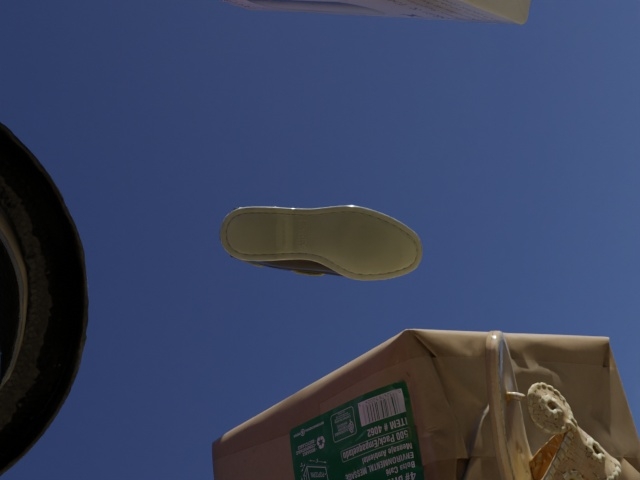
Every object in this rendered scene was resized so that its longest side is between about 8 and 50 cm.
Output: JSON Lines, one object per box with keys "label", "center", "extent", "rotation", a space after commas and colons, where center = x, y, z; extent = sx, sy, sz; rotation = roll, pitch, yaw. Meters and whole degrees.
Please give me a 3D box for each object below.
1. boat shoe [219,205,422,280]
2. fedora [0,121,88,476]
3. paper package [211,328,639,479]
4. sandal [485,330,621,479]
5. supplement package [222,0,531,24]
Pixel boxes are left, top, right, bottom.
{"label": "boat shoe", "center": [0.000, 0.000, 1.539], "extent": [0.069, 0.228, 0.081], "rotation": [150, 127, -83]}
{"label": "fedora", "center": [-0.289, 0.056, 0.734], "extent": [0.334, 0.152, 0.334], "rotation": [-4, -73, -13]}
{"label": "paper package", "center": [0.101, 0.221, 1.318], "extent": [0.309, 0.168, 0.325], "rotation": [5, -27, -40]}
{"label": "sandal", "center": [0.168, 0.168, 0.938], "extent": [0.088, 0.079, 0.240], "rotation": [-56, -41, -65]}
{"label": "supplement package", "center": [-0.010, -0.257, 0.851], "extent": [0.199, 0.263, 0.198], "rotation": [11, -88, -44]}
